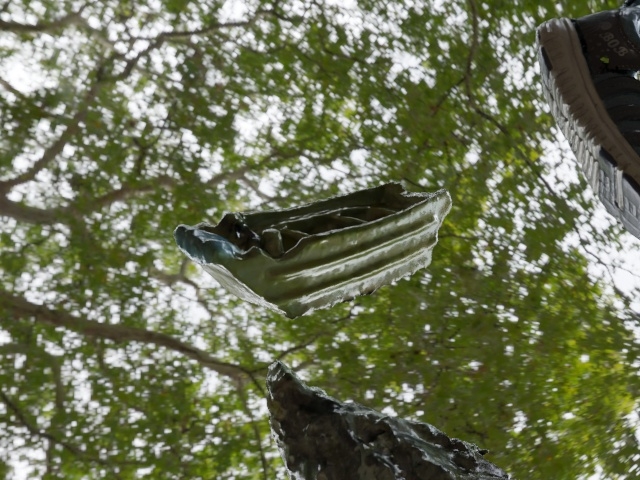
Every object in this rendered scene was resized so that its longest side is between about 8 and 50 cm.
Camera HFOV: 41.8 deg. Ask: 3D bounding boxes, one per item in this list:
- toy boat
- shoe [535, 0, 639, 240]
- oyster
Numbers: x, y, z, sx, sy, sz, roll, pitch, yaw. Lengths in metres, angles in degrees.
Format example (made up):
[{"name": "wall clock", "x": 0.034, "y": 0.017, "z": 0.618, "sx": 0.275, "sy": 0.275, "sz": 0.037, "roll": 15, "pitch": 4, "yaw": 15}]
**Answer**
[{"name": "toy boat", "x": -0.001, "y": 0.006, "z": 0.769, "sx": 0.111, "sy": 0.276, "sz": 0.084, "roll": 18, "pitch": -65, "yaw": 48}, {"name": "shoe", "x": 0.228, "y": -0.084, "z": 0.582, "sx": 0.106, "sy": 0.091, "sz": 0.207, "roll": -21, "pitch": -116, "yaw": 10}, {"name": "oyster", "x": 0.064, "y": 0.213, "z": 0.639, "sx": 0.351, "sy": 0.162, "sz": 0.158, "roll": 40, "pitch": -62, "yaw": 39}]
